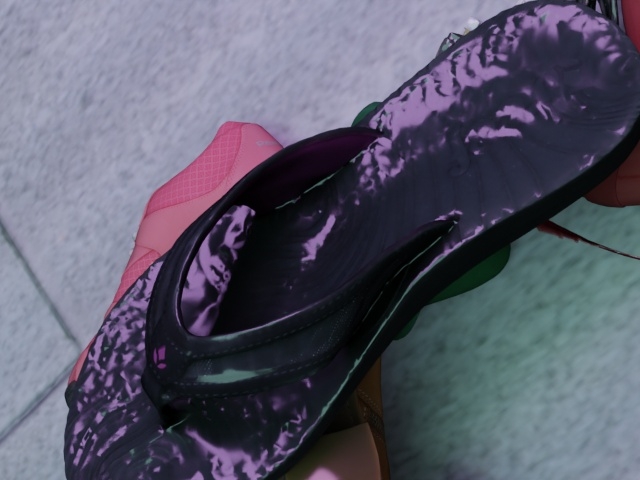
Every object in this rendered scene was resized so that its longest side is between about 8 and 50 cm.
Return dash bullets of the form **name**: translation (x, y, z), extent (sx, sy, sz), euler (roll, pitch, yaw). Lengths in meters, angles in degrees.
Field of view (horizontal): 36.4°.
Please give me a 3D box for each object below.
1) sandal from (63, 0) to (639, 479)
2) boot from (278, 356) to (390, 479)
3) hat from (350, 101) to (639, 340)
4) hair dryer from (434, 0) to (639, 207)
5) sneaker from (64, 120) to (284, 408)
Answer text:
- **sandal**: translation (0.000, -0.002, 0.596), extent (0.446, 0.107, 0.167), euler (-42, 60, 0)
- **boot**: translation (0.006, 0.116, 0.741), extent (0.109, 0.220, 0.283), euler (-9, 61, -4)
- **hat**: translation (0.131, -0.012, 0.745), extent (0.173, 0.184, 0.208), euler (105, 155, -51)
- **hair dryer**: translation (0.214, -0.126, 0.645), extent (0.293, 0.080, 0.223), euler (39, 131, 17)
- **sneaker**: translation (-0.119, 0.029, 0.848), extent (0.314, 0.116, 0.136), euler (-47, 53, 19)
